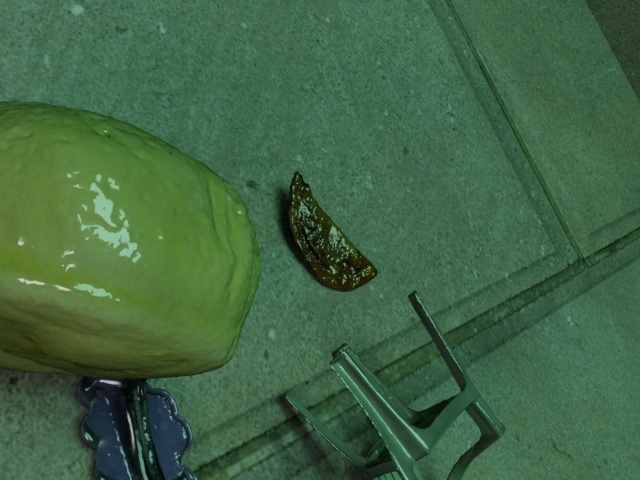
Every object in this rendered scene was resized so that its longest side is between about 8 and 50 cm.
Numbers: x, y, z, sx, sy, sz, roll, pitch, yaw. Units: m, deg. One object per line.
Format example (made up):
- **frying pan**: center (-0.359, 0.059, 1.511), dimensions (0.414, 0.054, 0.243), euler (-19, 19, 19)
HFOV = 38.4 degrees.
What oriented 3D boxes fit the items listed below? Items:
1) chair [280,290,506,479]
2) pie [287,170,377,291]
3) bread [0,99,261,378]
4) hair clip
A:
- **chair**: center (0.100, 0.243, 1.115), dimensions (0.275, 0.190, 0.203), euler (54, 41, 6)
- **pie**: center (0.000, 0.003, 1.254), dimensions (0.191, 0.033, 0.088), euler (52, 47, -17)
- **bread**: center (-0.214, -0.001, 0.836), dimensions (0.320, 0.320, 0.237), euler (16, 71, -39)
- **hair clip**: center (-0.178, 0.207, 0.939), dimensions (0.124, 0.052, 0.195), euler (-14, 82, -43)
